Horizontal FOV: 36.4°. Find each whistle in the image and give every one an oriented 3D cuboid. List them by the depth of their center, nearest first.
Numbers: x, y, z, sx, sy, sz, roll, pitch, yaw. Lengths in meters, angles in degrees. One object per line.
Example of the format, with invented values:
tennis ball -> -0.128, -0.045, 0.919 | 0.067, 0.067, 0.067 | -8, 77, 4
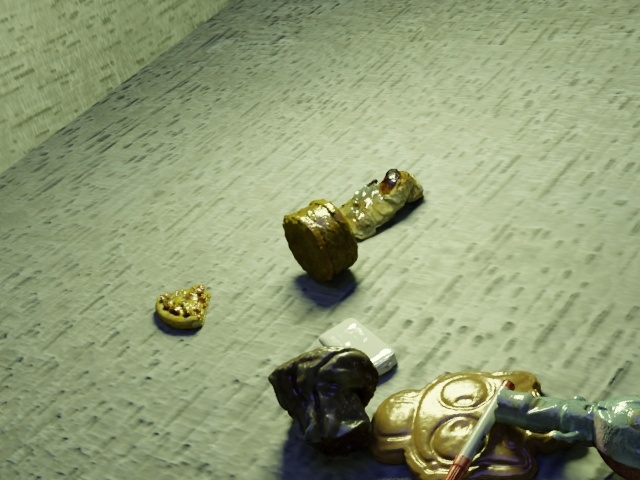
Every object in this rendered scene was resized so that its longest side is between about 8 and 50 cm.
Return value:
whistle -> 0.448, 0.300, 1.546 | 0.346, 0.133, 0.142 | 7, 51, 30

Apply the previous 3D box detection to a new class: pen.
pen -> 0.265, 0.325, 1.625 | 0.028, 0.028, 0.239 | 9, 45, 37

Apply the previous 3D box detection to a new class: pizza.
pizza -> -0.317, 0.147, 2.269 | 0.175, 0.046, 0.134 | 10, 42, 38

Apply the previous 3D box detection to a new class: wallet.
wallet -> 0.078, 0.219, 1.965 | 0.095, 0.033, 0.190 | -32, 33, -18

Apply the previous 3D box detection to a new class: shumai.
shumai -> -0.010, 0.298, 1.744 | 0.218, 0.184, 0.185 | -10, 30, 27

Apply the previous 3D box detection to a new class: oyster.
oyster -> 0.138, -0.100, 2.366 | 0.233, 0.107, 0.161 | -25, 40, -6

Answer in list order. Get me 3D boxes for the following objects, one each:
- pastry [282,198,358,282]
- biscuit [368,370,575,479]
pastry -> 0.000, 0.000, 2.204 | 0.103, 0.188, 0.189 | -29, 33, -21
biscuit -> 0.262, 0.325, 1.694 | 0.376, 0.051, 0.269 | -5, 36, 21
